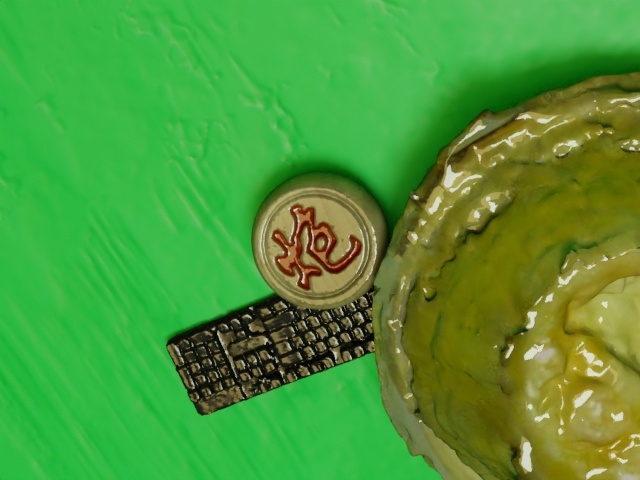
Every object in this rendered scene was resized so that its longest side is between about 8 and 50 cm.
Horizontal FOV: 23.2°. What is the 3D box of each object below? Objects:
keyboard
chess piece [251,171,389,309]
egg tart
[{"bbox_3d":[-0.002,0.055,0.976,0.196,0.018,0.060,-23,104,14],"label":"keyboard"},{"bbox_3d":[0.000,0.000,0.936,0.084,0.038,0.083,3,104,11],"label":"chess piece"},{"bbox_3d":[0.177,0.057,0.893,0.315,0.120,0.315,0,112,-1],"label":"egg tart"}]
